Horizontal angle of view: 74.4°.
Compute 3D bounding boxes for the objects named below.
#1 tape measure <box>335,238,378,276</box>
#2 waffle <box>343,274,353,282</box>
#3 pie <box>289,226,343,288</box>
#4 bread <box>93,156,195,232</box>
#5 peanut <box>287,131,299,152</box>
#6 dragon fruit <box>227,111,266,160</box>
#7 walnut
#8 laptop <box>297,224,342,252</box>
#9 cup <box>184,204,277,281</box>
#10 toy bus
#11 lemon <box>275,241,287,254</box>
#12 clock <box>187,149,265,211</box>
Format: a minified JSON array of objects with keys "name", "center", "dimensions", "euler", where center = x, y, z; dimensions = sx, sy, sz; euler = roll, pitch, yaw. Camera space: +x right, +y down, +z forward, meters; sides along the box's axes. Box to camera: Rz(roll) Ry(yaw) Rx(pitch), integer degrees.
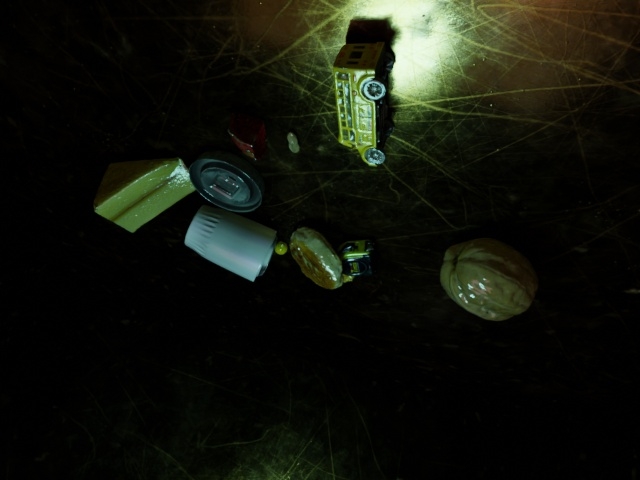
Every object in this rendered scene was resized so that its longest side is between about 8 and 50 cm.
[{"name":"tape measure","center":[0.151,0.073,1.839],"dimensions":[0.186,0.112,0.199],"euler":[-5,138,11]},{"name":"waffle","center":[0.068,0.133,2.011],"dimensions":[0.229,0.057,0.219],"euler":[25,153,-12]},{"name":"pie","center":[-0.026,0.084,1.838],"dimensions":[0.315,0.092,0.315],"euler":[38,150,26]},{"name":"bread","center":[-0.708,-0.197,1.758],"dimensions":[0.362,0.244,0.233],"euler":[-3,155,25]},{"name":"peanut","center":[-0.092,-0.334,1.435],"dimensions":[0.037,0.037,0.083],"euler":[9,142,14]},{"name":"dragon fruit","center":[-0.251,-0.337,1.436],"dimensions":[0.127,0.120,0.161],"euler":[18,152,11]},{"name":"walnut","center":[0.626,0.141,1.556],"dimensions":[0.344,0.306,0.306],"euler":[32,145,-14]},{"name":"laptop","center":[0.000,0.000,1.895],"dimensions":[0.207,0.026,0.154],"euler":[13,149,10]},{"name":"cup","center":[-0.392,0.005,1.895],"dimensions":[0.372,0.253,0.253],"euler":[25,147,-4]},{"name":"toy bus","center":[0.122,-0.367,1.179],"dimensions":[0.152,0.144,0.330],"euler":[9,145,15]},{"name":"lemon","center":[-0.187,0.035,2.003],"dimensions":[0.062,0.062,0.083],"euler":[22,147,-4]},{"name":"clock","center":[-0.374,-0.234,1.698],"dimensions":[0.313,0.061,0.312],"euler":[13,147,9]}]
